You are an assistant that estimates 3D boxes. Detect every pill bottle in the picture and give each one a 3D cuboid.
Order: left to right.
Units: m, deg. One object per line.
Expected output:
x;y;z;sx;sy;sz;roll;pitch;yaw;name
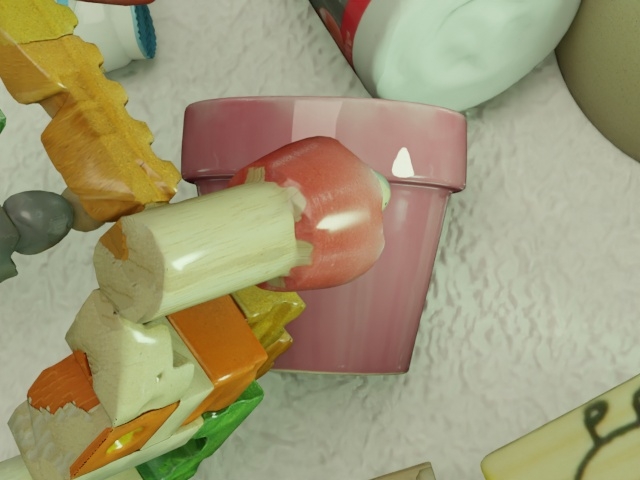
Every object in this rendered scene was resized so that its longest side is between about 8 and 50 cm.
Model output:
0.042;-0.258;1.136;0.176;0.176;0.318;-29;60;-2;pill bottle

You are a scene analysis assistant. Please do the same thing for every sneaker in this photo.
-0.200;-0.236;1.222;0.092;0.087;0.229;-17;69;4;sneaker

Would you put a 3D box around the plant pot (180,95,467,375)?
0.000;0.000;1.072;0.201;0.201;0.180;2;89;9;plant pot

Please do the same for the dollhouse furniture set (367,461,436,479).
-0.055;0.328;0.972;0.355;0.174;0.303;-17;70;2;dollhouse furniture set

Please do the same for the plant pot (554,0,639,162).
0.307;-0.199;1.083;0.284;0.191;0.284;-2;72;7;plant pot

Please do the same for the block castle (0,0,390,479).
-0.174;0.019;0.971;0.303;0.213;0.453;55;131;16;block castle

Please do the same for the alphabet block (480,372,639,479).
0.243;0.186;0.933;0.197;0.193;0.192;-31;57;11;alphabet block
